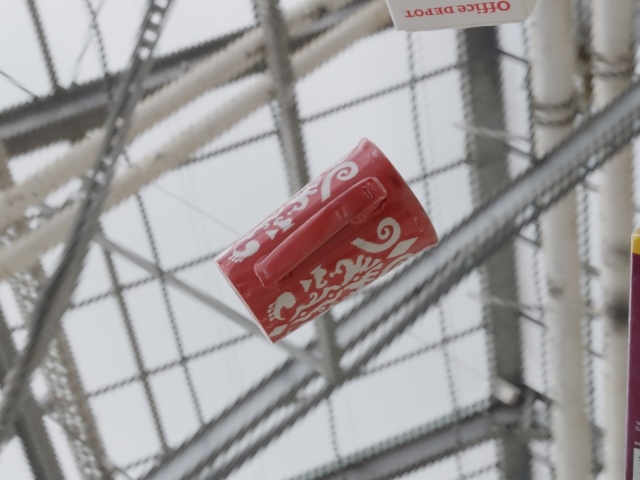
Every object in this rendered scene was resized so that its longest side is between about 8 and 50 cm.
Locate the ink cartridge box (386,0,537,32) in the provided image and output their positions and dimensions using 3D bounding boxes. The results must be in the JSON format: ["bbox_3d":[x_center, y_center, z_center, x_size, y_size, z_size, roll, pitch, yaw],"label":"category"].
[{"bbox_3d":[0.143,-0.367,1.823,0.100,0.172,0.237,-62,-40,-42],"label":"ink cartridge box"}]

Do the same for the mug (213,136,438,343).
[{"bbox_3d":[-0.004,-0.005,1.362,0.169,0.113,0.150,-35,-36,-4],"label":"mug"}]

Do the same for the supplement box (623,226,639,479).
[{"bbox_3d":[0.218,0.066,0.843,0.104,0.081,0.188,-36,-49,-46],"label":"supplement box"}]
